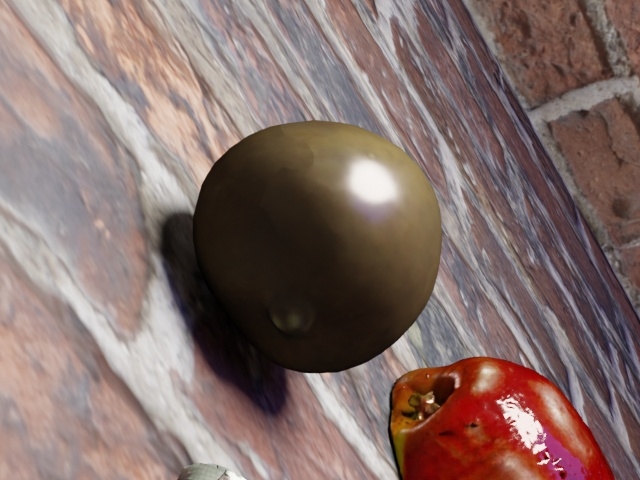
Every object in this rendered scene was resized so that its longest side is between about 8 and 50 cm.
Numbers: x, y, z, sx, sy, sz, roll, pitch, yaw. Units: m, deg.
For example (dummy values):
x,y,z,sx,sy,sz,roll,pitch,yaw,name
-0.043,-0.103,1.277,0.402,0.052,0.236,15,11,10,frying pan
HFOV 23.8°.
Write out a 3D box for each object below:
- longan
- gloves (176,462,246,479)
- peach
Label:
x,y,z,sx,sy,sz,roll,pitch,yaw,name
0.000,0.000,1.032,0.189,0.189,0.189,56,18,-29,longan
-0.065,0.206,0.644,0.127,0.111,0.212,60,45,-36,gloves
0.173,0.230,1.287,0.267,0.159,0.154,64,22,-11,peach
